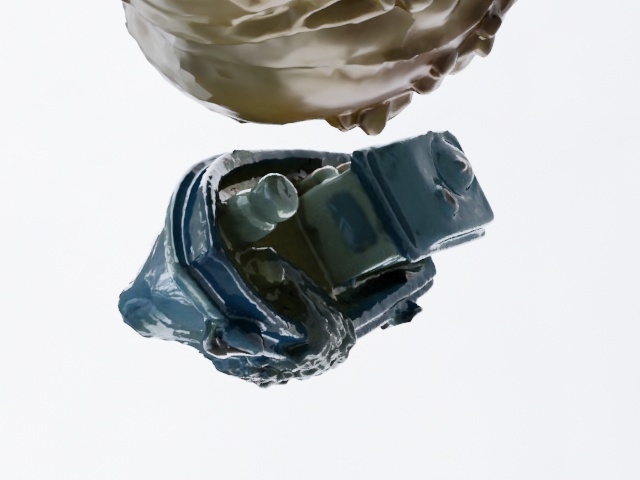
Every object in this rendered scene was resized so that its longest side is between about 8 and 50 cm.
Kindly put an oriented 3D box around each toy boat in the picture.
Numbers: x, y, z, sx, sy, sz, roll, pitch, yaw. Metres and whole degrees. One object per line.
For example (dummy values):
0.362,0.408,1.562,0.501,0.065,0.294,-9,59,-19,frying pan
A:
0.000,0.000,0.811,0.238,0.098,0.109,-16,-100,-61,toy boat

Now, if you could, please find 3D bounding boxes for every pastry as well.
0.010,-0.192,0.710,0.315,0.184,0.284,72,-155,-54,pastry
